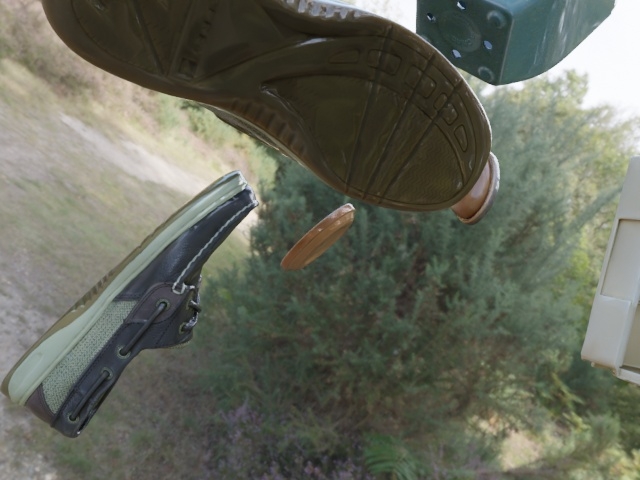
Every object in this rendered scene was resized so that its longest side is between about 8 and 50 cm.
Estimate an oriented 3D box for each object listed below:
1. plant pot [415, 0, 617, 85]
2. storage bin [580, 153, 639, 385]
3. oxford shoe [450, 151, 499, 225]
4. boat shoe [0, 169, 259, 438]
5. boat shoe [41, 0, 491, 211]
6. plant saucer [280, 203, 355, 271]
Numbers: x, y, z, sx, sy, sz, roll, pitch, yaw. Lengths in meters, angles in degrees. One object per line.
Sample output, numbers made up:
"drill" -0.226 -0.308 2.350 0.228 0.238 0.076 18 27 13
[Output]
"plant pot" 0.263 -0.369 0.821 0.248 0.252 0.247 35 -16 20
"storage bin" 0.460 0.051 0.686 0.260 0.262 0.123 15 -1 -24
"oxford shoe" 0.150 -0.099 0.691 0.076 0.076 0.212 22 37 -21
"boat shoe" -0.119 0.046 0.413 0.073 0.223 0.080 46 3 -8
"boat shoe" -0.018 -0.108 0.387 0.302 0.109 0.098 19 16 -25
"plant saucer" 0.000 0.000 0.524 0.013 0.083 0.083 48 4 9
